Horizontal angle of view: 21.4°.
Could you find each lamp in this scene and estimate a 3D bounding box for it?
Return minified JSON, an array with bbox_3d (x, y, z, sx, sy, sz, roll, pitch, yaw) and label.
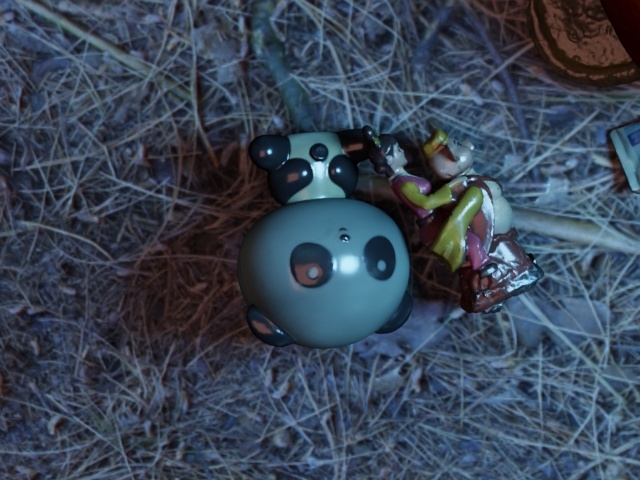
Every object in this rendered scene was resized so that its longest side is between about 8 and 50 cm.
[{"bbox_3d":[0.000,0.000,1.904,0.197,0.198,0.244,-9,85,20],"label":"lamp"},{"bbox_3d":[0.147,-0.040,1.875,0.118,0.118,0.253,-29,95,23],"label":"lamp"}]

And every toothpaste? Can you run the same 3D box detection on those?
[{"bbox_3d":[0.435,-0.138,1.792,0.268,0.047,0.069,-27,108,26],"label":"toothpaste"}]

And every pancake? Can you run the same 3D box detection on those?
[{"bbox_3d":[0.307,-0.261,1.810,0.199,0.021,0.199,5,105,17],"label":"pancake"}]

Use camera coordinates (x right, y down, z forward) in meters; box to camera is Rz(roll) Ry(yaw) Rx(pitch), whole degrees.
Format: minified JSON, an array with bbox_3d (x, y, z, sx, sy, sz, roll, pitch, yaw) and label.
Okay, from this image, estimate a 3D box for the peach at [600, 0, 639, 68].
[{"bbox_3d":[0.383,-0.285,1.633,0.281,0.281,0.338,-31,88,23],"label":"peach"}]
